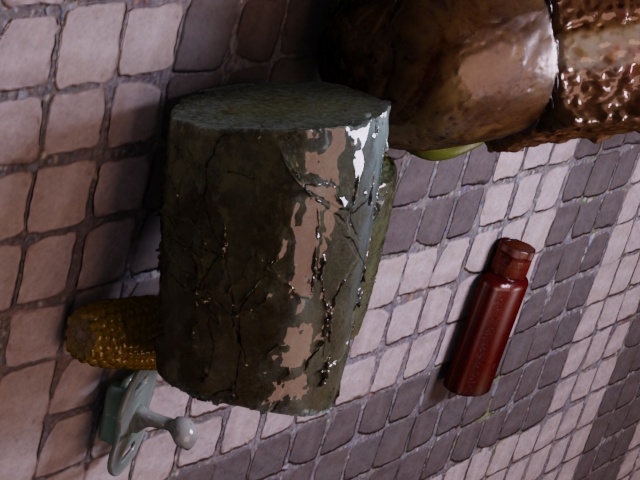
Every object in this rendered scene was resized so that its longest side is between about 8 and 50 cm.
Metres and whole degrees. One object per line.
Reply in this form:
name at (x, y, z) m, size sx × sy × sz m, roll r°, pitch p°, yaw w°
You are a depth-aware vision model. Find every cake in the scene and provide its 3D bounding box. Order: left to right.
cake at (0.339, -0.267, 1.818) m, size 0.256 × 0.282 × 0.290 m, roll -9°, pitch 91°, yaw -17°

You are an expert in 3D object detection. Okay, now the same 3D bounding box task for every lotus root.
lotus root at (0.117, -0.215, 1.703) m, size 0.192 × 0.272 × 0.272 m, roll -15°, pitch 129°, yaw -36°

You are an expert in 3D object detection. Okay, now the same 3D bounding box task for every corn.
corn at (-0.180, 0.103, 1.702) m, size 0.260 × 0.091 × 0.091 m, roll 1°, pitch 124°, yaw -50°

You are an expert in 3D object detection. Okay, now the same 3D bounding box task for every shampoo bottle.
shampoo bottle at (0.275, 0.122, 2.393) m, size 0.102 × 0.064 × 0.260 m, roll -6°, pitch 121°, yaw -49°

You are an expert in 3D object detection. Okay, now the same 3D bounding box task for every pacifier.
pacifier at (-0.197, 0.212, 1.750) m, size 0.127 × 0.117 × 0.150 m, roll -51°, pitch 156°, yaw -69°

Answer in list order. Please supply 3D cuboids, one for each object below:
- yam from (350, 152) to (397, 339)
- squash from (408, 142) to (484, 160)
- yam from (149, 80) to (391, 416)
yam at (0.000, 0.000, 1.811) m, size 0.161 × 0.161 × 0.268 m, roll -20°, pitch 130°, yaw -47°
squash at (0.172, -0.166, 1.948) m, size 0.187 × 0.123 × 0.123 m, roll -35°, pitch 141°, yaw -35°
yam at (-0.057, 0.002, 1.596) m, size 0.241 × 0.241 × 0.348 m, roll -4°, pitch 103°, yaw -54°
